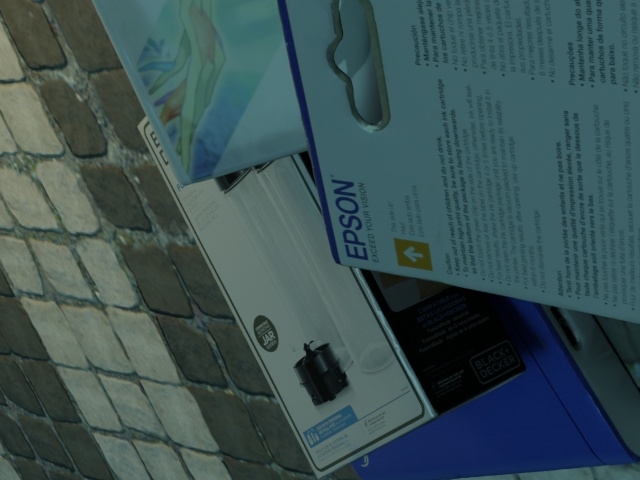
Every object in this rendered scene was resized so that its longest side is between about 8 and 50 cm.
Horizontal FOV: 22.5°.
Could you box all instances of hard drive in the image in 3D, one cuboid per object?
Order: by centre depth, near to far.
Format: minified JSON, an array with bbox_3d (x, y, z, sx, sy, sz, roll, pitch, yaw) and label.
[{"bbox_3d":[0.080,0.081,1.189,0.318,0.040,0.210,-18,107,56],"label":"hard drive"}]

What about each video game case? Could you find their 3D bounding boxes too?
[{"bbox_3d":[-0.025,-0.213,0.920,0.300,0.036,0.329,-15,110,30],"label":"video game case"}]

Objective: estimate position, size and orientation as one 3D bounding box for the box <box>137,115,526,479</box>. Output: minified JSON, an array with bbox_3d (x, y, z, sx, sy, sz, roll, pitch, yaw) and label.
[{"bbox_3d":[0.000,0.000,1.101,0.169,0.087,0.290,-37,78,55],"label":"box"}]

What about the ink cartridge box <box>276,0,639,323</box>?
[{"bbox_3d":[0.142,-0.094,0.828,0.330,0.071,0.324,12,136,25],"label":"ink cartridge box"}]
